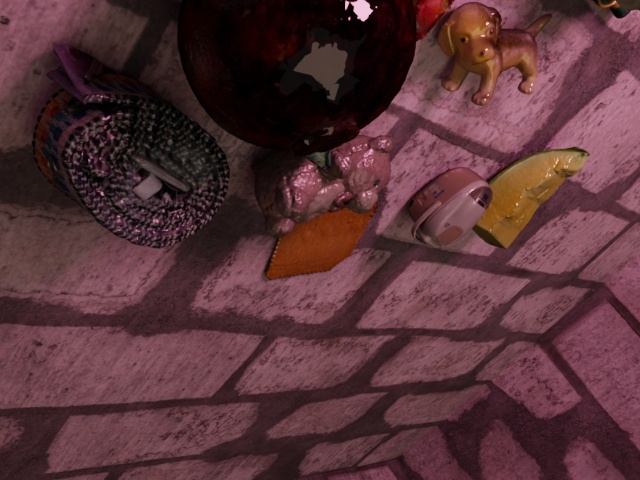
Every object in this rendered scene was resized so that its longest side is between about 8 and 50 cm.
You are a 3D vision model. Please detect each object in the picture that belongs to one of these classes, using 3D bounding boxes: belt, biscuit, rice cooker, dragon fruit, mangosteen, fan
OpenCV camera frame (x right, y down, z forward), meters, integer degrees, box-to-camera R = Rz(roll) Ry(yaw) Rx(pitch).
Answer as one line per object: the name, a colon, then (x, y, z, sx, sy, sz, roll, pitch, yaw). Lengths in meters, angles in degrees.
belt: (-0.280, -0.121, 0.905, 0.207, 0.160, 0.295, -57, 143, 4)
biscuit: (0.000, 0.000, 1.417, 0.231, 0.013, 0.237, -7, 140, -32)
rice cooker: (0.295, -0.077, 1.448, 0.206, 0.127, 0.145, -39, 145, 19)
dragon fruit: (0.141, -0.390, 0.952, 0.110, 0.153, 0.153, 36, 113, -19)
mangosteen: (-0.037, -0.291, 0.808, 0.305, 0.360, 0.306, -13, 174, -1)
fan: (0.568, -0.478, 1.213, 0.082, 0.039, 0.155, -45, 146, 19)

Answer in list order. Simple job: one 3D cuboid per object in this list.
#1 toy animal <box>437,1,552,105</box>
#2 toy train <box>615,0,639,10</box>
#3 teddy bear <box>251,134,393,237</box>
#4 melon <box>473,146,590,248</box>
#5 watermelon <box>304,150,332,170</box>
toy animal: (0.307, -0.336, 1.134, 0.233, 0.121, 0.169, -9, 130, -34)
toy train: (0.526, -0.506, 1.012, 0.159, 0.188, 0.272, -29, 144, -3)
teddy bear: (0.008, -0.108, 1.163, 0.267, 0.151, 0.236, -10, 162, -25)
melon: (0.507, -0.125, 1.554, 0.323, 0.124, 0.196, -46, 145, 12)
watermelon: (0.011, -0.219, 1.021, 0.136, 0.208, 0.202, -22, 174, 38)
